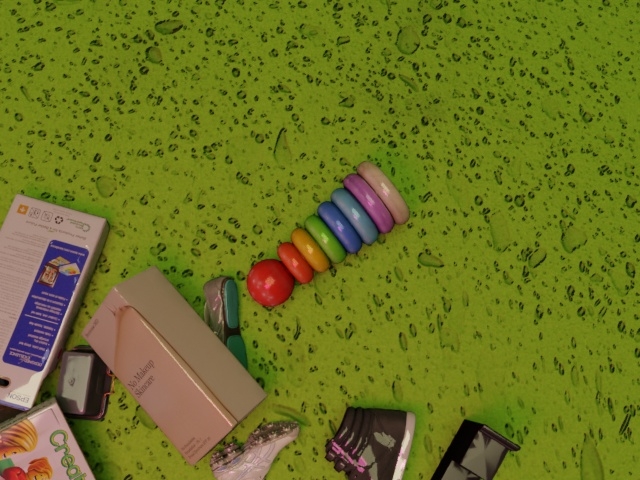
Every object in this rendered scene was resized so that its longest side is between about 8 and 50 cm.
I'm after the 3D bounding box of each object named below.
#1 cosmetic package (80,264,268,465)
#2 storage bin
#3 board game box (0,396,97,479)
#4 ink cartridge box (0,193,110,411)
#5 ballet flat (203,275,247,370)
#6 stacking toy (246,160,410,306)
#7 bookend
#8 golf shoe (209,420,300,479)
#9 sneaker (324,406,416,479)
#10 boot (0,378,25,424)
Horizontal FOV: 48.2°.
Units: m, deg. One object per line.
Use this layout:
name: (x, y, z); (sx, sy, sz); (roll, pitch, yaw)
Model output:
cosmetic package: (-0.257, 0.217, 1.250); (0.309, 0.113, 0.160); (46, 125, 7)
storage bin: (-0.424, 0.257, 1.285); (0.098, 0.091, 0.135); (6, 80, 0)
board game box: (-0.469, 0.444, 1.197); (0.192, 0.053, 0.305); (-27, 101, -21)
ink cartridge box: (-0.531, 0.108, 1.296); (0.175, 0.069, 0.371); (16, 69, -2)
ballet flat: (-0.181, 0.173, 1.328); (0.068, 0.072, 0.213); (-13, 78, 24)
stacking toy: (0.000, 0.000, 1.335); (0.330, 0.141, 0.141); (-37, 82, -1)
bookend: (0.259, 0.399, 1.239); (0.072, 0.157, 0.156); (32, 79, 5)
golf shoe: (-0.108, 0.390, 1.291); (0.176, 0.069, 0.086); (-26, 101, -3)
sneaker: (0.065, 0.431, 1.261); (0.146, 0.104, 0.296); (15, 73, 3)
boot: (-0.567, 0.281, 1.282); (0.219, 0.082, 0.106); (7, 82, 2)
